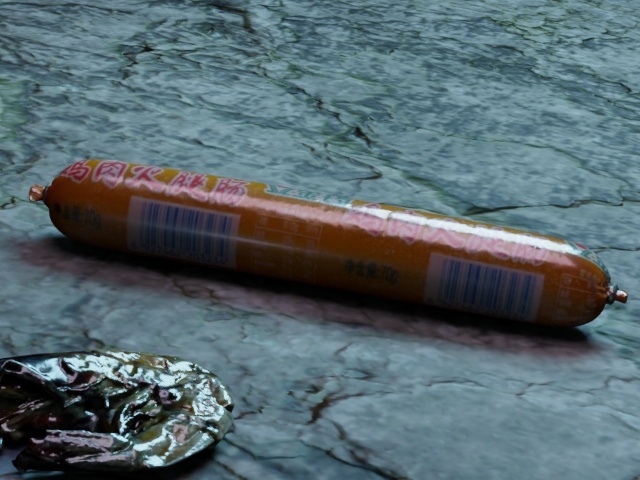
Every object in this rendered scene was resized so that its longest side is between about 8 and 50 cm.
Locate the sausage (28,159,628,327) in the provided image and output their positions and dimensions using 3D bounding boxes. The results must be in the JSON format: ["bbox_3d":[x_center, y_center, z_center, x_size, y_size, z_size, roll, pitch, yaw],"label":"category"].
[{"bbox_3d":[0.000,0.000,0.904,0.347,0.053,0.053,10,22,8],"label":"sausage"}]

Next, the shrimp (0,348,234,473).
[{"bbox_3d":[-0.115,0.075,0.714,0.161,0.034,0.091,-1,24,-19],"label":"shrimp"}]
